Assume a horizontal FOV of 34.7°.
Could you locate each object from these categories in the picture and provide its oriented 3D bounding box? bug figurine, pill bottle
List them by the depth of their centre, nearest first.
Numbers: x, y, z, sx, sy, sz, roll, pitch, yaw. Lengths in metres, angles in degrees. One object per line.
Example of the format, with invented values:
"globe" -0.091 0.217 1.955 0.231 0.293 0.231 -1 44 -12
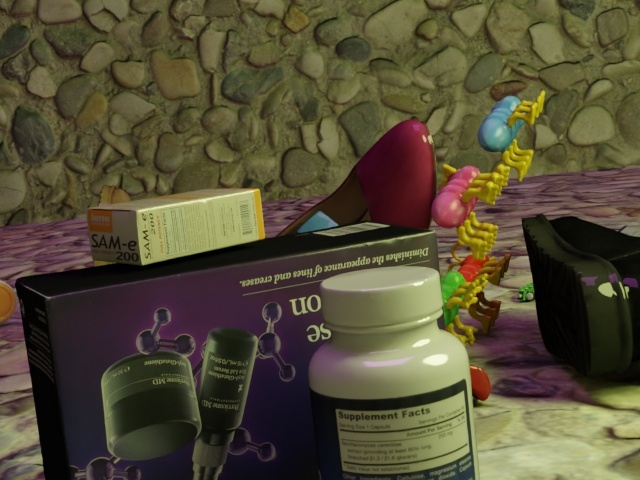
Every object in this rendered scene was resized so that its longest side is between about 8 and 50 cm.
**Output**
"pill bottle" 0.042 0.104 0.594 0.094 0.169 0.094 -6 7 1
"bug figurine" 0.156 -0.014 1.050 0.072 0.279 0.216 17 32 18

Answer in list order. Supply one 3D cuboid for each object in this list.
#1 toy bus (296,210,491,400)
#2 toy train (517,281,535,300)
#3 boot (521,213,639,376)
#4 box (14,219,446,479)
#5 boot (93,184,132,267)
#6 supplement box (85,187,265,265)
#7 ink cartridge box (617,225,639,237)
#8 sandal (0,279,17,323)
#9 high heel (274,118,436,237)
"toy bus" 0.042 0.091 0.920 0.104 0.202 0.191 -43 30 -8
"toy train" 0.276 0.063 1.306 0.024 0.017 0.083 11 16 33
"boot" 0.344 0.040 0.983 0.260 0.131 0.348 -9 13 1
"box" -0.048 0.097 0.674 0.261 0.184 0.103 -10 10 -25
"boot" -0.172 0.016 1.404 0.270 0.089 0.236 5 35 -13
"supplement box" -0.094 -0.010 0.670 0.098 0.036 0.062 -12 10 -40
"ink cartridge box" 0.487 0.030 1.203 0.307 0.072 0.303 -5 9 28
"sandal" -0.549 0.095 1.435 0.265 0.102 0.076 -9 5 -35
"high heel" 0.000 0.000 1.126 0.181 0.127 0.377 -2 -35 -18
